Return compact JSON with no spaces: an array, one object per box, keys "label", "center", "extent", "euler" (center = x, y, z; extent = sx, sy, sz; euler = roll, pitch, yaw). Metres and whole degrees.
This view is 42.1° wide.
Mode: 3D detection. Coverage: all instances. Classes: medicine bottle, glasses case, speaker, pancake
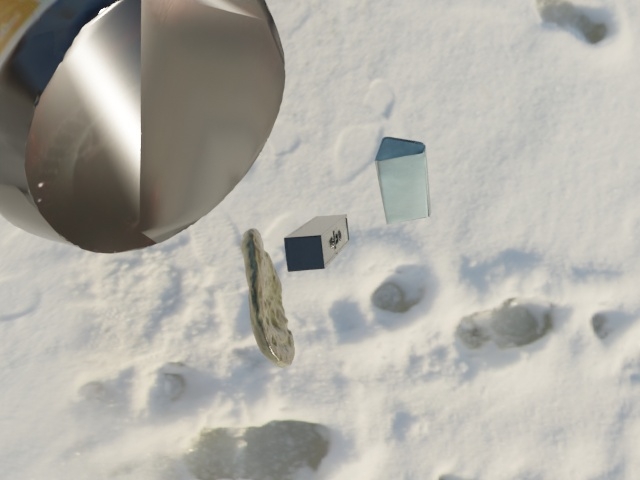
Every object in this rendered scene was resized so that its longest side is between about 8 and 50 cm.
[{"label":"medicine bottle","center":[-0.233,-0.185,0.629],"extent":[0.395,0.242,0.242],"euler":[39,55,24]},{"label":"glasses case","center":[0.174,-0.126,1.738],"extent":[0.105,0.266,0.056],"euler":[-11,62,4]},{"label":"speaker","center":[0.000,0.000,0.995],"extent":[0.046,0.191,0.040],"euler":[-4,98,11]},{"label":"pancake","center":[-0.092,0.096,1.380],"extent":[0.042,0.222,0.236],"euler":[-13,90,9]}]
